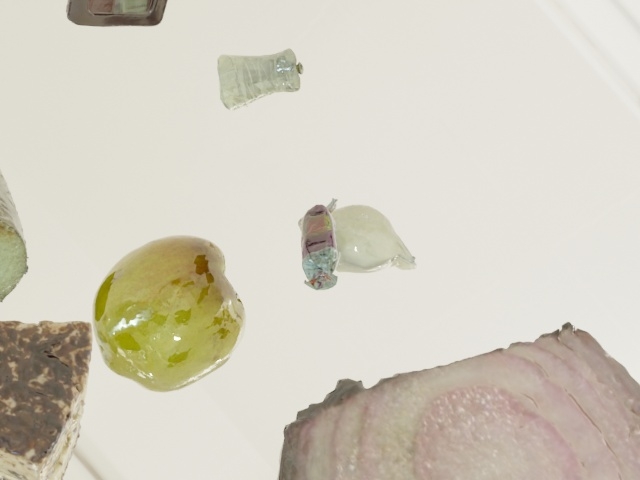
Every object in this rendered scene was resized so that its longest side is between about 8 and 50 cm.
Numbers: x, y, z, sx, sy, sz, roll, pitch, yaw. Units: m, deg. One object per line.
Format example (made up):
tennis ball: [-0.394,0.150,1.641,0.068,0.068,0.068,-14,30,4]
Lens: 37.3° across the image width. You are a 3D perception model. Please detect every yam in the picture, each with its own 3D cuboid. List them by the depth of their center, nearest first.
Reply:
yam: [-0.520,-0.029,1.364,0.168,0.168,0.304,-41,-142,2]

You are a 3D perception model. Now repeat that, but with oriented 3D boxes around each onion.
onion: [0.100,0.191,0.530,0.250,0.247,0.111,-10,149,-25]

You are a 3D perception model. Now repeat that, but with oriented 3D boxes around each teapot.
teapot: [-0.056,-0.163,0.942,0.083,0.057,0.067,-8,-170,12]

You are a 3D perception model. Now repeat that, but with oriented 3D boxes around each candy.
candy: [0.000,0.000,1.022,0.045,0.043,0.175,-16,-149,8]

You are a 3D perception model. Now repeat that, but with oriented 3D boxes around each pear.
pear: [-0.190,0.092,1.210,0.200,0.200,0.200,-41,179,-1]

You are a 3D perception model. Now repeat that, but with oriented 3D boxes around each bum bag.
bum bag: [-0.182,-0.276,0.898,0.109,0.026,0.159,-8,135,-38]

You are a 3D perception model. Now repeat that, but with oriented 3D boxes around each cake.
cake: [-0.295,0.094,0.742,0.112,0.246,0.135,114,0,-53]

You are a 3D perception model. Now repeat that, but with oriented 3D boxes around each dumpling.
dumpling: [0.062,0.004,1.778,0.215,0.126,0.166,-4,170,-13]
